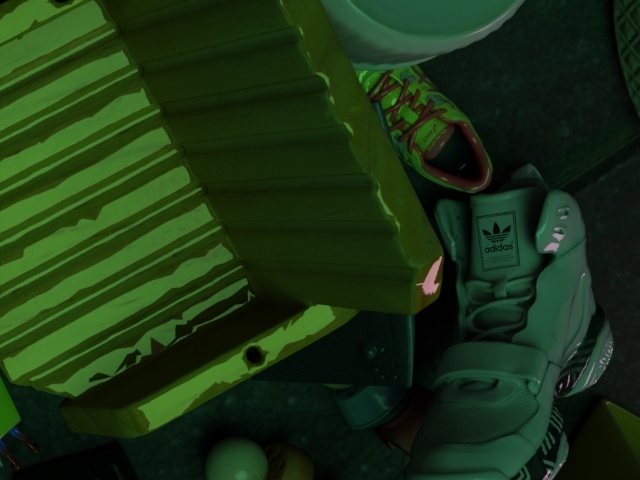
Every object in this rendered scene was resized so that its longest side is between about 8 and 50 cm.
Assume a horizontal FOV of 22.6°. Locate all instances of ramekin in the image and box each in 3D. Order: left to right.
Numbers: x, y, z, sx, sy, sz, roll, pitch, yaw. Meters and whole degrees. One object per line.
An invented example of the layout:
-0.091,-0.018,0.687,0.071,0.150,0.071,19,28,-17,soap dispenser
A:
0.066,-0.268,1.281,0.273,0.127,0.272,-4,100,-22,ramekin

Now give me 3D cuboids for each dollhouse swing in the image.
-0.132,-0.029,1.188,0.315,0.305,0.346,-29,105,-9,dollhouse swing

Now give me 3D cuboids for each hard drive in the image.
0.000,0.000,1.384,0.172,0.054,0.254,0,109,24,hard drive

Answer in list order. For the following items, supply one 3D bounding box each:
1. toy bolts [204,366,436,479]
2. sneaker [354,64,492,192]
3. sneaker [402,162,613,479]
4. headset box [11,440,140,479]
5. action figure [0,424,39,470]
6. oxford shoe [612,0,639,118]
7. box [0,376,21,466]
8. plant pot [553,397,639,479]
0.020,0.193,1.457,0.158,0.218,0.228,42,74,-23,toy bolts
0.080,-0.112,1.400,0.208,0.094,0.081,35,97,-28,sneaker
0.151,0.076,1.407,0.137,0.366,0.210,-5,110,29,sneaker
-0.178,0.337,1.414,0.110,0.218,0.293,-17,116,-16,headset box
-0.295,0.151,1.400,0.038,0.030,0.115,-40,115,-8,action figure
0.348,-0.283,1.407,0.130,0.169,0.449,-25,120,-35,oxford shoe
-0.319,0.100,1.317,0.042,0.109,0.178,-45,124,-44,box
0.331,0.325,1.626,0.212,0.212,0.187,30,111,-29,plant pot
